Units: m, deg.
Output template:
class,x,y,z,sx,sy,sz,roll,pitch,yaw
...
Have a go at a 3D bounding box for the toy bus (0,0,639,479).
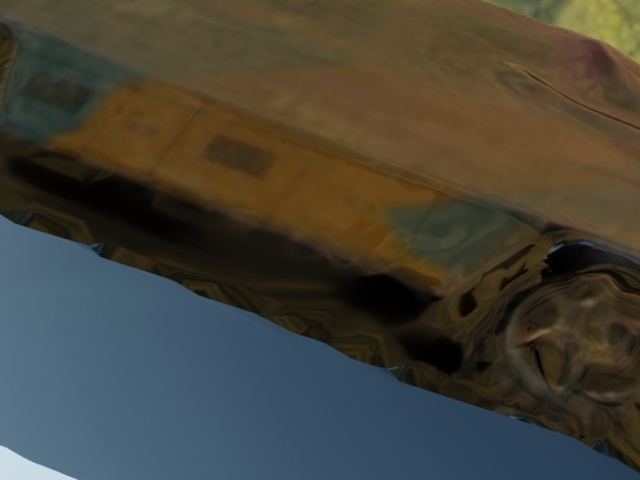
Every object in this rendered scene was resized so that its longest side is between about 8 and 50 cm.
class,x,y,z,sx,sy,sz,roll,pitch,yaw
toy bus,0.000,0.000,0.543,0.386,0.171,0.162,21,-126,18
